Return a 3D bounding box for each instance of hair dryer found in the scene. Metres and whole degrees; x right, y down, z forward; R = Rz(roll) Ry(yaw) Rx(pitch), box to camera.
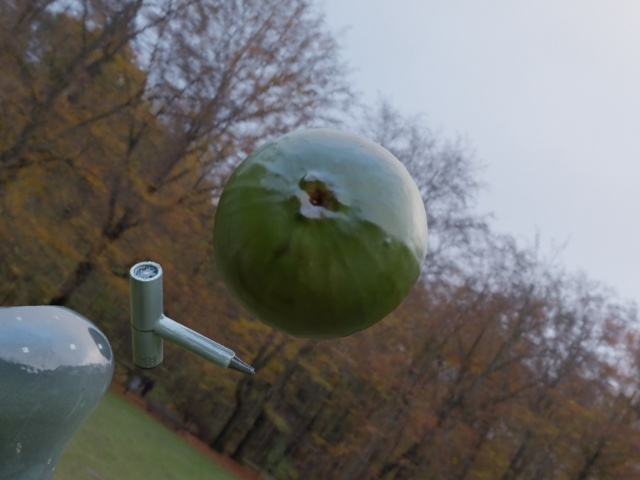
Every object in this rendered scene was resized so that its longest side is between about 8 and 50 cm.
[{"bbox_3d":[-0.159,0.118,1.118,0.183,0.044,0.154,15,-53,14],"label":"hair dryer"}]

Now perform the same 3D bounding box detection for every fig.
[{"bbox_3d":[0.000,0.000,1.226,0.316,0.316,0.316,33,-14,9],"label":"fig"}]

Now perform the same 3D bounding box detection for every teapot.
[{"bbox_3d":[-0.264,0.182,0.741,0.184,0.250,0.183,-4,-6,0],"label":"teapot"}]
